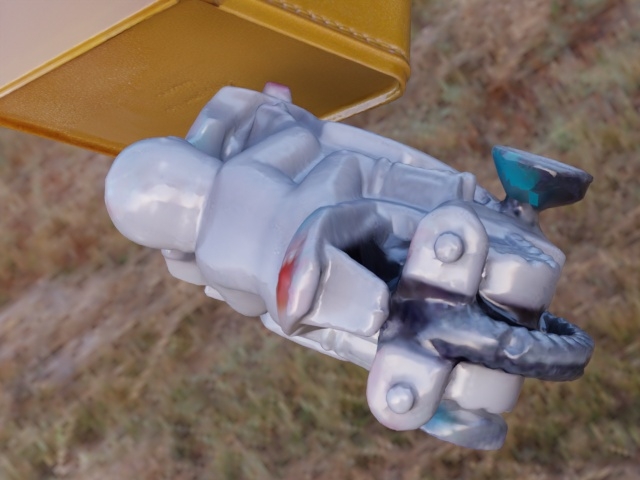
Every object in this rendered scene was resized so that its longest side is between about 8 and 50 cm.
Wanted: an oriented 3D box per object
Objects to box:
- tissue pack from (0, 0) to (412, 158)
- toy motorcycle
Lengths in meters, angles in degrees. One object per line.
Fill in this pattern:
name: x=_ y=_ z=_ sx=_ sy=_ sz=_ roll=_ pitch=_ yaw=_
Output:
tissue pack: x=-0.057 y=-0.191 z=0.759 sx=0.194 sy=0.145 sz=0.274 roll=-15 pitch=65 yaw=47
toy motorcycle: x=0.000 y=0.000 z=0.605 sx=0.260 sy=0.171 sz=0.110 roll=-128 pitch=53 yaw=-74
